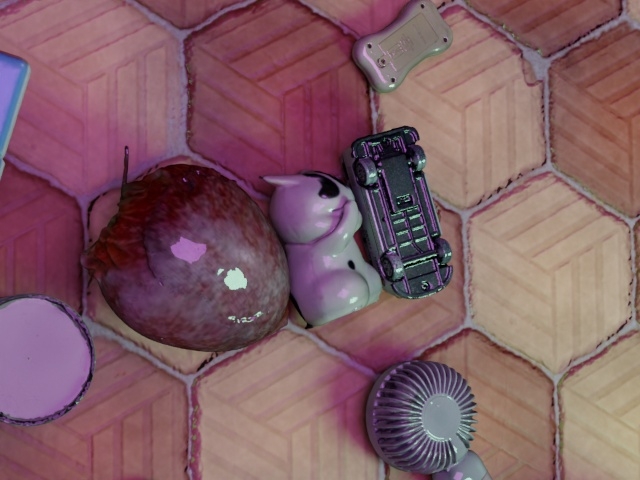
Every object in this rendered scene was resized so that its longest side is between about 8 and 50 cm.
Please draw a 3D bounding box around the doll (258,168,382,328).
[{"bbox_3d":[0.004,0.006,1.666,0.107,0.110,0.180,-10,92,25],"label":"doll"}]

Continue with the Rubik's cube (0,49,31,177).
[{"bbox_3d":[-0.468,-0.062,1.407,0.292,0.291,0.290,17,82,-17],"label":"Rubik's cube"}]

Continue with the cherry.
[{"bbox_3d":[-0.126,0.027,1.590,0.250,0.175,0.192,39,48,-27],"label":"cherry"}]

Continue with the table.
[{"bbox_3d":[-0.307,0.117,1.490,0.126,0.220,0.126,1,86,-19],"label":"table"}]

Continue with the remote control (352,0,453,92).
[{"bbox_3d":[0.097,-0.230,1.750,0.122,0.032,0.074,-37,99,-17],"label":"remote control"}]

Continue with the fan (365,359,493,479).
[{"bbox_3d":[0.146,0.251,1.724,0.130,0.074,0.244,-37,104,-29],"label":"fan"}]

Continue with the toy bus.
[{"bbox_3d":[0.085,-0.028,1.704,0.087,0.089,0.193,-17,93,-22],"label":"toy bus"}]
